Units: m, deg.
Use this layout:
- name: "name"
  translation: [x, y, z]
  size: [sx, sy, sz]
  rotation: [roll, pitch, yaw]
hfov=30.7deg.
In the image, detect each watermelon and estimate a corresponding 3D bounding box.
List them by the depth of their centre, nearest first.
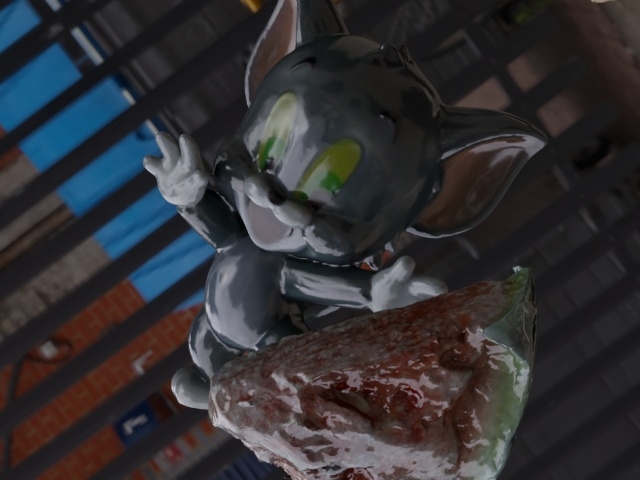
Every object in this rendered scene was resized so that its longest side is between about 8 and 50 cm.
- name: "watermelon"
  translation: [0.016, 0.086, 0.484]
  size: [0.139, 0.187, 0.071]
  rotation: [11, -139, -23]

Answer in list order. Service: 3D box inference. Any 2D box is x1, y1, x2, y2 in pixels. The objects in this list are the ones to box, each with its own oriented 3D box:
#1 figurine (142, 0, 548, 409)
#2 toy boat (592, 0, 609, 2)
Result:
- name: "figurine"
  translation: [0.001, 0.002, 0.692]
  size: [0.193, 0.140, 0.265]
  rotation: [30, 126, 22]
- name: "toy boat"
  translation: [0.156, -0.313, 0.768]
  size: [0.121, 0.089, 0.321]
  rotation: [3, 125, 50]
